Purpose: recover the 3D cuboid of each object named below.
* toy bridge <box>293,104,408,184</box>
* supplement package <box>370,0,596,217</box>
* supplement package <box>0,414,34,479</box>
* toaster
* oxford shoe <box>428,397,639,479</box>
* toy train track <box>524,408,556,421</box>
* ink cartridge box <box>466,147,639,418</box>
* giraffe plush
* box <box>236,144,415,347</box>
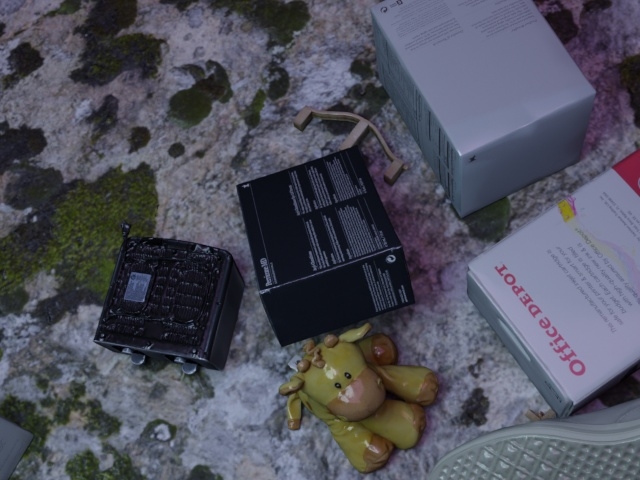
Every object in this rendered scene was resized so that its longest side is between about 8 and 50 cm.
[{"bbox_3d":[0.052,-0.151,1.484,0.188,0.026,0.063,32,74,18],"label":"toy bridge"},{"bbox_3d":[0.219,-0.214,1.392,0.199,0.198,0.263,-26,66,-3],"label":"supplement package"},{"bbox_3d":[-0.528,0.254,1.254,0.175,0.293,0.177,24,72,16],"label":"supplement package"},{"bbox_3d":[-0.204,0.083,1.378,0.168,0.110,0.186,8,70,10],"label":"toaster"},{"bbox_3d":[0.349,0.270,1.206,0.449,0.130,0.169,-19,93,20],"label":"oxford shoe"},{"bbox_3d":[0.301,0.247,1.289,0.083,0.014,0.048,38,110,11],"label":"toy train track"},{"bbox_3d":[0.374,0.052,1.298,0.306,0.131,0.226,-33,68,-4],"label":"ink cartridge box"},{"bbox_3d":[0.036,0.180,1.271,0.210,0.170,0.181,20,72,15],"label":"giraffe plush"},{"bbox_3d":[0.000,0.000,1.327,0.184,0.103,0.261,-16,35,-1],"label":"box"}]
